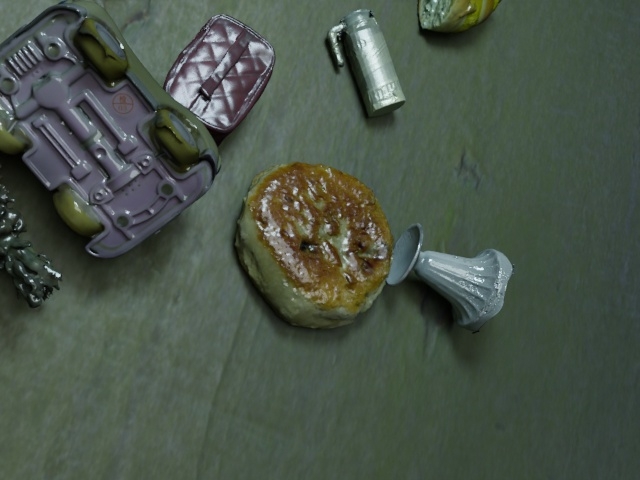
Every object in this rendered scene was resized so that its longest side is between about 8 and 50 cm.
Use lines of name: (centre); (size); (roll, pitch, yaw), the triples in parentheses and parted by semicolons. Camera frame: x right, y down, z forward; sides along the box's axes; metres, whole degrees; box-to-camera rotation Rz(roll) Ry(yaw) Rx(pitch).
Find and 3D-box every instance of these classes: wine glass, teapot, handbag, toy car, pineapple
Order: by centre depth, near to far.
pineapple: (-0.499, -0.055, 1.064); (0.175, 0.175, 0.361); (-38, 95, -29)
toy car: (-0.333, -0.177, 1.149); (0.242, 0.226, 0.336); (-36, 110, 9)
handbag: (-0.180, -0.265, 1.292); (0.146, 0.135, 0.225); (36, 66, -10)
wine glass: (0.237, 0.063, 1.415); (0.196, 0.165, 0.165); (24, 68, -16)
teapot: (0.084, -0.345, 1.482); (0.107, 0.077, 0.200); (-18, 86, -9)

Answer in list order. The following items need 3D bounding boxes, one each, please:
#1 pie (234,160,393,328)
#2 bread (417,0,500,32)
pie: (0.000, 0.000, 1.348); (0.315, 0.092, 0.315); (7, 73, -25)
bread: (0.261, -0.608, 1.582); (0.333, 0.160, 0.333); (7, 74, -27)
